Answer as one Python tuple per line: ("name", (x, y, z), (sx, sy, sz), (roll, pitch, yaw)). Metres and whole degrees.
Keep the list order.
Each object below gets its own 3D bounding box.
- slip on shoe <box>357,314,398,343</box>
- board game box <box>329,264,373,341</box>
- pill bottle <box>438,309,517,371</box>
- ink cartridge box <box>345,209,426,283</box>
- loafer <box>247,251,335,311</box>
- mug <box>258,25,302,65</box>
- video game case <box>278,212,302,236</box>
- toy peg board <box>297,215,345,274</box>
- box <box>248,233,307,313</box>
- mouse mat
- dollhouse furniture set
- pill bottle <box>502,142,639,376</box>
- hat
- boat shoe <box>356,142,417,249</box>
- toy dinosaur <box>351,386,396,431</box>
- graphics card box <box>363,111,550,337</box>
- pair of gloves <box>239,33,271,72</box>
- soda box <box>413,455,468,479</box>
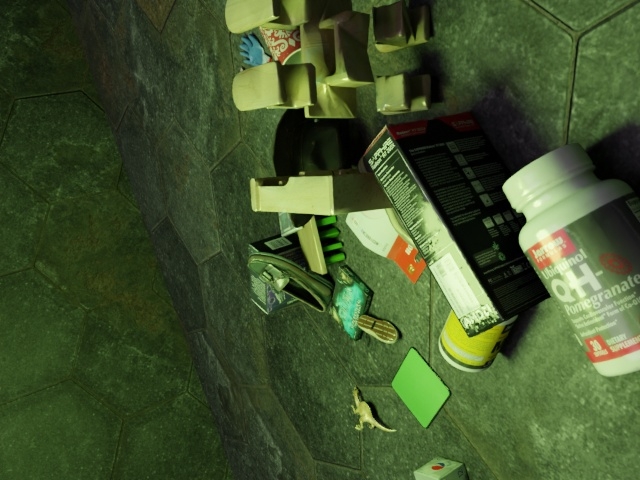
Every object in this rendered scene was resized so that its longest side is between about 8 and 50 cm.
("slip on shoe", (0.155, 0.235, 1.495), (0.135, 0.051, 0.041), (15, 158, 45))
("board game box", (0.082, 0.174, 1.586), (0.126, 0.026, 0.186), (45, 140, 36))
("pill bottle", (0.314, 0.150, 1.119), (0.119, 0.119, 0.208), (46, 141, 35))
("ink cartridge box", (0.162, -0.033, 1.327), (0.232, 0.066, 0.189), (57, 146, 30))
("loafer", (-0.083, 0.116, 1.606), (0.096, 0.268, 0.084), (-48, 23, 51))
("mug", (-0.064, -0.498, 1.415), (0.169, 0.150, 0.113), (61, -176, 24))
("video game case", (-0.095, -0.106, 1.653), (0.190, 0.022, 0.173), (160, 102, -73))
("toy peg board", (0.000, 0.000, 1.596), (0.161, 0.079, 0.161), (-170, 66, -73))
("box", (-0.128, 0.097, 1.756), (0.108, 0.153, 0.207), (35, 134, 44))
("mouse mat", (0.249, 0.374, 1.450), (0.152, 0.007, 0.189), (51, 142, 30))
("dollhouse furniture set", (-0.004, -0.255, 1.100), (0.257, 0.362, 0.393), (6, 102, 51))
("pill bottle", (0.409, 0.021, 0.846), (0.318, 0.176, 0.176), (62, 148, 14))
("hat", (0.003, -0.188, 1.363), (0.134, 0.331, 0.331), (1, 111, 16))
("boat shoe", (0.199, -0.096, 1.160), (0.355, 0.132, 0.130), (50, 141, 31))
("toy dinosaur", (0.135, 0.512, 1.657), (0.183, 0.053, 0.092), (45, 139, 37))
("graphics card box", (0.260, -0.042, 0.994), (0.370, 0.233, 0.094), (61, 142, 16))
("pair of gloves", (-0.196, -0.492, 1.676), (0.159, 0.023, 0.198), (49, 141, 33))
("soda box", (0.330, 0.690, 1.407), (0.098, 0.091, 0.286), (-15, 93, 59))
